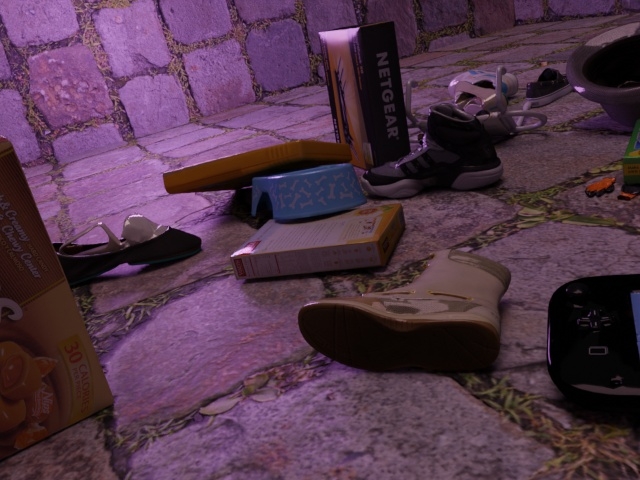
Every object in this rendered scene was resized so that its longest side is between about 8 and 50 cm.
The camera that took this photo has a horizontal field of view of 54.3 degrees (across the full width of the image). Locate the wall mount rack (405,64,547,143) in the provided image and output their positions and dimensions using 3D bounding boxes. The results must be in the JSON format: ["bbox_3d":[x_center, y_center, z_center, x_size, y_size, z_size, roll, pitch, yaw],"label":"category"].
[{"bbox_3d":[0.350,-0.295,1.445,0.350,0.130,0.304,-1,-9,29],"label":"wall mount rack"}]

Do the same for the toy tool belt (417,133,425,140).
[{"bbox_3d":[0.252,-0.216,1.387,0.083,0.051,0.052,-3,-12,39],"label":"toy tool belt"}]

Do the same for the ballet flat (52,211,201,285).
[{"bbox_3d":[-0.361,0.009,1.126,0.281,0.096,0.095,-15,20,-4],"label":"ballet flat"}]

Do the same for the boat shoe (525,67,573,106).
[{"bbox_3d":[0.606,-0.418,1.653,0.229,0.076,0.080,-30,26,-37],"label":"boat shoe"}]

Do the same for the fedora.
[{"bbox_3d":[0.640,-0.320,1.255,0.244,0.124,0.275,-30,33,4],"label":"fedora"}]

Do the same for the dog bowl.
[{"bbox_3d":[-0.033,-0.092,1.137,0.166,0.074,0.297,-13,9,-21],"label":"dog bowl"}]

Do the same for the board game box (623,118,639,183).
[{"bbox_3d":[0.638,-0.144,0.931,0.318,0.046,0.213,2,25,31],"label":"board game box"}]

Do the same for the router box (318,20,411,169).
[{"bbox_3d":[0.096,-0.317,1.384,0.081,0.308,0.243,-17,19,-16],"label":"router box"}]

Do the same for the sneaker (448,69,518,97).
[{"bbox_3d":[0.456,-0.449,1.818,0.092,0.087,0.229,-23,21,-32],"label":"sneaker"}]

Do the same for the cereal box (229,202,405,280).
[{"bbox_3d":[0.000,0.000,0.980,0.240,0.047,0.173,-7,19,22],"label":"cereal box"}]

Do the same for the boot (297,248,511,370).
[{"bbox_3d":[0.098,0.069,0.694,0.213,0.077,0.165,1,25,22],"label":"boot"}]

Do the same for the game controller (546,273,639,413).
[{"bbox_3d":[0.355,0.079,0.510,0.319,0.067,0.166,-5,22,24],"label":"game controller"}]

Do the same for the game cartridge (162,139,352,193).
[{"bbox_3d":[-0.121,-0.154,1.330,0.324,0.052,0.285,-8,3,25],"label":"game cartridge"}]

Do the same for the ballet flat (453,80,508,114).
[{"bbox_3d":[0.411,-0.381,1.694,0.086,0.086,0.248,-18,21,-11],"label":"ballet flat"}]

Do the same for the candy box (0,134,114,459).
[{"bbox_3d":[-0.360,0.069,0.646,0.183,0.316,0.088,-24,23,-27],"label":"candy box"}]

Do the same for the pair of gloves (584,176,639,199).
[{"bbox_3d":[0.453,-0.081,0.953,0.074,0.010,0.083,-28,25,-34],"label":"pair of gloves"}]

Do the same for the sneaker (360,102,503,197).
[{"bbox_3d":[0.193,-0.169,1.150,0.269,0.153,0.101,-4,22,26],"label":"sneaker"}]
